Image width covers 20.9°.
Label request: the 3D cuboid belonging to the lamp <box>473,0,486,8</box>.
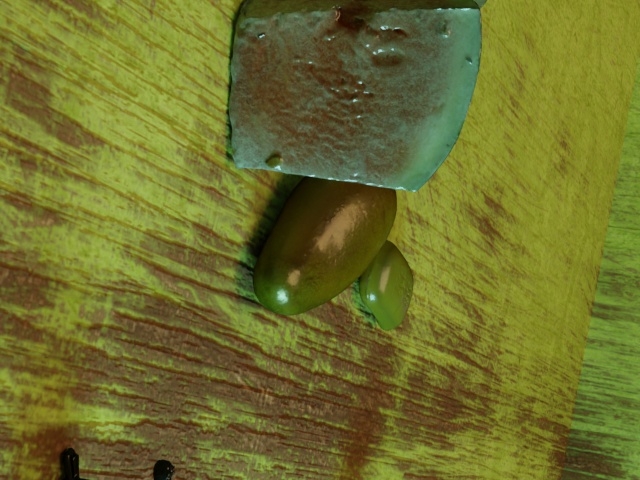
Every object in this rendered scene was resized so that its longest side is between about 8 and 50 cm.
[{"bbox_3d":[0.153,-0.281,2.135,0.091,0.091,0.163,-38,149,-62],"label":"lamp"}]

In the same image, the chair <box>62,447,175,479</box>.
[{"bbox_3d":[-0.180,0.296,1.428,0.106,0.113,0.229,-46,138,-55],"label":"chair"}]

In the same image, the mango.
[{"bbox_3d":[0.000,0.000,1.804,0.227,0.099,0.136,-48,148,-43],"label":"mango"}]

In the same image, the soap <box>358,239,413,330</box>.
[{"bbox_3d":[0.083,0.056,2.126,0.140,0.045,0.089,55,51,-62],"label":"soap"}]

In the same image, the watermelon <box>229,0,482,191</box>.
[{"bbox_3d":[0.018,-0.170,1.665,0.201,0.261,0.213,-9,113,-40],"label":"watermelon"}]
